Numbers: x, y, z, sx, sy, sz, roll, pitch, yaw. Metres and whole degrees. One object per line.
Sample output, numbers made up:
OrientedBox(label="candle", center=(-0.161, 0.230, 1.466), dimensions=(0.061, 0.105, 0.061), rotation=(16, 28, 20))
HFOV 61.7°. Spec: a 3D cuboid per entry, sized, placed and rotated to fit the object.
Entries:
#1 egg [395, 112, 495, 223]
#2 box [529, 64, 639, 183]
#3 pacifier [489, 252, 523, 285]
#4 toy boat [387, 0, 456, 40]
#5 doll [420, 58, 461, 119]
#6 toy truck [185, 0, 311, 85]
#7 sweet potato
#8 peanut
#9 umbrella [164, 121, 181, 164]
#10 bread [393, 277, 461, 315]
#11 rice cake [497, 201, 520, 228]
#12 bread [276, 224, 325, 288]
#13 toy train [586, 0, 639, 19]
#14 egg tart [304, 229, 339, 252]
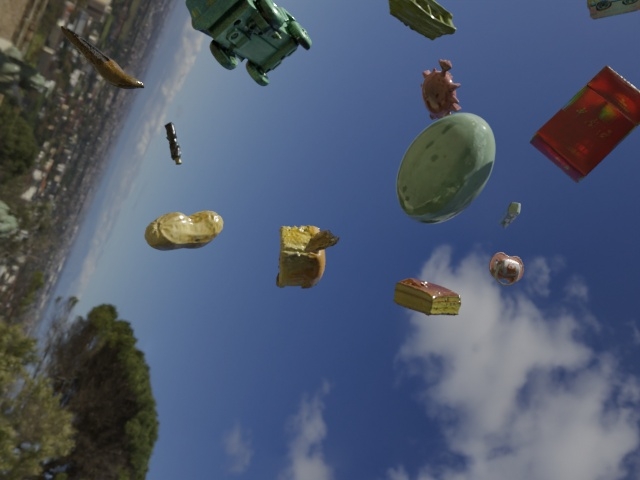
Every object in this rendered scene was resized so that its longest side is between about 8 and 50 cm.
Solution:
OrientedBox(label="egg", center=(0.401, -0.230, 1.738), dimensions=(0.389, 0.276, 0.276), rotation=(-56, -156, 18))
OrientedBox(label="box", center=(0.829, -0.354, 1.636), dimensions=(0.313, 0.197, 0.089), rotation=(-43, 166, -4))
OrientedBox(label="pacifier", center=(0.470, 0.075, 1.384), dimensions=(0.078, 0.099, 0.081), rotation=(-173, -81, -76))
OrientedBox(label="toy boat", center=(0.279, -0.690, 1.585), dimensions=(0.084, 0.276, 0.111), rotation=(-35, -136, 43))
OrientedBox(label="doll", center=(0.446, -0.558, 2.011), dimensions=(0.211, 0.093, 0.262), rotation=(50, -25, 36))
OrientedBox(label="toy truck", center=(-0.142, -0.441, 1.108), dimensions=(0.155, 0.156, 0.279), rotation=(-35, 172, 18))
OrientedBox(label="sweet potato", center=(-0.606, -0.490, 1.479), dimensions=(0.059, 0.249, 0.069), rotation=(-58, -153, -16))
OrientedBox(label="peanut", center=(-0.509, -0.038, 2.021), dimensions=(0.147, 0.305, 0.147), rotation=(7, -82, 52))
OrientedBox(label="umbrella", center=(-0.486, -0.319, 1.772), dimensions=(0.040, 0.037, 0.144), rotation=(149, -72, -66))
OrientedBox(label="bread", center=(0.426, 0.223, 2.120), dimensions=(0.184, 0.234, 0.110), rotation=(19, -82, 42))
OrientedBox(label="rice cake", center=(0.514, -0.064, 1.466), dimensions=(0.180, 0.030, 0.042), rotation=(52, 53, -76))
OrientedBox(label="bread", center=(-0.071, 0.070, 2.157), dimensions=(0.162, 0.204, 0.262), rotation=(-163, -107, -77))
OrientedBox(label="toy train", center=(1.012, -0.821, 1.830), dimensions=(0.188, 0.099, 0.072), rotation=(-3, -107, 23))
OrientedBox(label="egg tart", center=(0.000, 0.000, 1.803), dimensions=(0.128, 0.049, 0.129), rotation=(-20, -166, 5))
